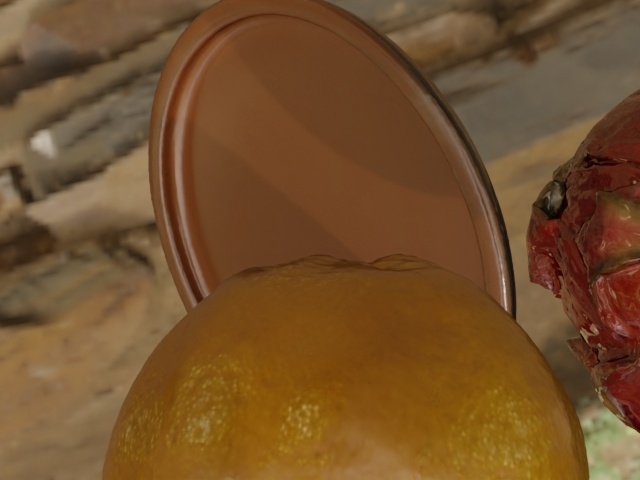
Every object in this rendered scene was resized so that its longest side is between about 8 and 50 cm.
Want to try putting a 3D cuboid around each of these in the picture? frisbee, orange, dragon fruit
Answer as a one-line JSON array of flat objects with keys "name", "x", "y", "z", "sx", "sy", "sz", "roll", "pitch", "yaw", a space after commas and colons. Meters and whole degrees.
[{"name": "frisbee", "x": 0.000, "y": 0.000, "z": 0.828, "sx": 0.021, "sy": 0.251, "sz": 0.251, "roll": -24, "pitch": 164, "yaw": -40}, {"name": "orange", "x": 0.008, "y": 0.071, "z": 0.553, "sx": 0.159, "sy": 0.136, "sz": 0.159, "roll": -2, "pitch": 171, "yaw": 0}, {"name": "dragon fruit", "x": 0.291, "y": 0.019, "z": 1.036, "sx": 0.277, "sy": 0.342, "sz": 0.277, "roll": -38, "pitch": 152, "yaw": -24}]
